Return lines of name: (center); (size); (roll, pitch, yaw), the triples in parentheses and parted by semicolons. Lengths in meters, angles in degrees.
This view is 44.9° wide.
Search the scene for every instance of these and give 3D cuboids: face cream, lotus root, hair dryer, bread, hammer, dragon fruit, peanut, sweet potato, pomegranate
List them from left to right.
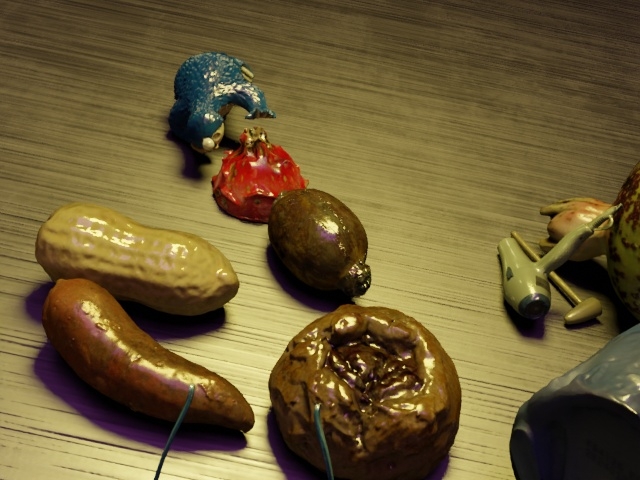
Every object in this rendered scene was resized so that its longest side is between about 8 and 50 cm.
sweet potato: (-0.208, 0.145, 0.886); (0.292, 0.097, 0.097); (34, 45, 12)
peanut: (-0.230, 0.030, 0.987); (0.256, 0.123, 0.123); (16, 40, -9)
dragon fruit: (-0.087, -0.108, 1.176); (0.153, 0.111, 0.153); (4, 44, -4)
lotus root: (0.000, 0.000, 1.071); (0.120, 0.120, 0.209); (-20, 49, -31)
bread: (0.059, 0.167, 0.890); (0.230, 0.123, 0.230); (8, 41, -7)
hammer: (0.333, 0.052, 1.156); (0.060, 0.028, 0.195); (-17, 45, -19)
hair dryer: (0.321, 0.003, 1.101); (0.067, 0.199, 0.167); (31, 12, -22)
pomegranate: (0.478, -0.014, 1.099); (0.340, 0.285, 0.285); (9, 35, 33)
face cream: (0.357, 0.220, 0.799); (0.225, 0.249, 0.249); (-23, 52, -29)

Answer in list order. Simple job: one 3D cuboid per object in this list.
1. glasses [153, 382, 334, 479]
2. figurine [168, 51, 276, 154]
glasses: (-0.070, 0.245, 0.734); (0.189, 0.221, 0.088); (9, 2, -1)
figurine: (-0.182, -0.233, 1.262); (0.164, 0.121, 0.262); (-31, 32, 3)
